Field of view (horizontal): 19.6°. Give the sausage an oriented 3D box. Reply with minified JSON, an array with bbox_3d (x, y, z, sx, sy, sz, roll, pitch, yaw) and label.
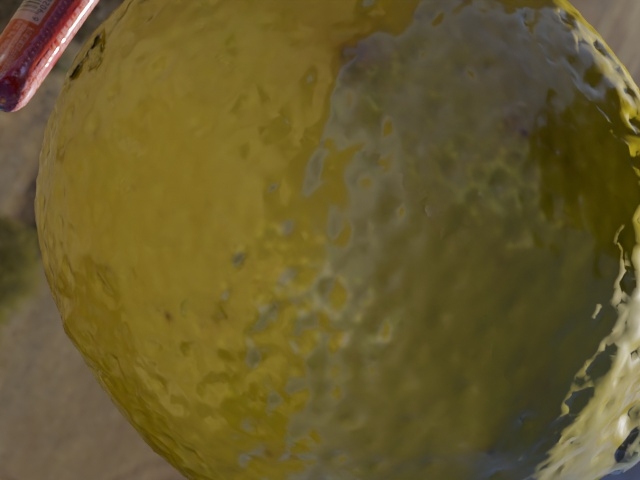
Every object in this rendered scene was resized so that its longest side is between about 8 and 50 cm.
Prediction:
[{"bbox_3d":[-0.320,-0.246,2.142,0.074,0.074,0.274,99,16,-58],"label":"sausage"}]

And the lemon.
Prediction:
[{"bbox_3d":[0.020,-0.006,0.940,0.336,0.336,0.336,-58,168,-20],"label":"lemon"}]
